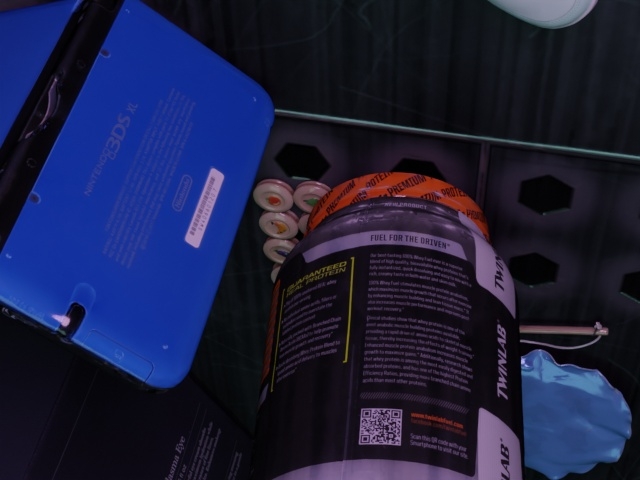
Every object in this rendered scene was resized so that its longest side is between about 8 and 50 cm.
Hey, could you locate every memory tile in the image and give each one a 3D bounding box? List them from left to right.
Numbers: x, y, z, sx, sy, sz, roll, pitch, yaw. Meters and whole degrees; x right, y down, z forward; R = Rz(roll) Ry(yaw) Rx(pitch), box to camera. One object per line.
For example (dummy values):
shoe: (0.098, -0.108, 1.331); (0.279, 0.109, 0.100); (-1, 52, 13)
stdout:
memory tile: (0.000, 0.000, 1.083); (0.113, 0.012, 0.148); (5, 140, 13)

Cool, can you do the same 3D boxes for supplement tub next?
supplement tub: (0.055, 0.121, 0.937); (0.207, 0.338, 0.207); (4, 140, 3)

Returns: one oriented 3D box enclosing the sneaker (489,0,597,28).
sneaker: (0.076, -0.184, 0.727); (0.256, 0.151, 0.094); (38, 135, -27)

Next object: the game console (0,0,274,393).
game console: (-0.204, -0.037, 0.884); (0.250, 0.293, 0.173); (34, 139, -22)

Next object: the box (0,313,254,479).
box: (-0.254, 0.282, 1.245); (0.179, 0.343, 0.312); (-10, 134, 29)

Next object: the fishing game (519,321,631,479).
fishing game: (0.217, 0.172, 1.197); (0.189, 0.041, 0.264); (-3, 129, 21)
